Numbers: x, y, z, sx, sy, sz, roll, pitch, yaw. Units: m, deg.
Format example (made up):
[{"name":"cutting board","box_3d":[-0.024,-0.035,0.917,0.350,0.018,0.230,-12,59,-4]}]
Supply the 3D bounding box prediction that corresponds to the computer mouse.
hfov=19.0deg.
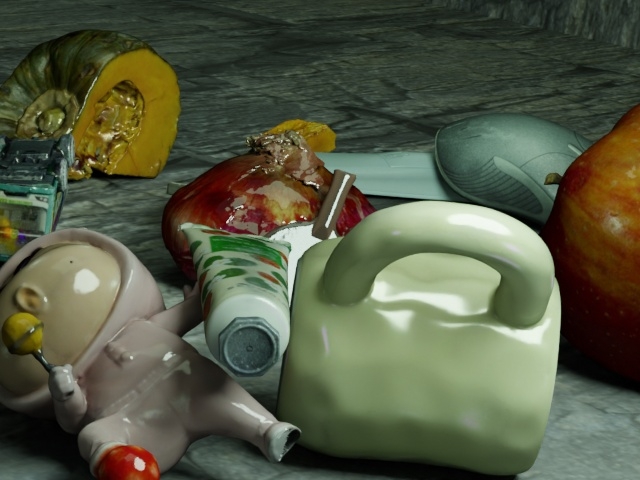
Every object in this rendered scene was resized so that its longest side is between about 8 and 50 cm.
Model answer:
[{"name":"computer mouse","box_3d":[0.309,-0.072,2.308,0.379,0.090,0.167,26,37,21]}]

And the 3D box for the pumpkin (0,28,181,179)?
[{"name":"pumpkin","box_3d":[-0.290,-0.116,2.244,0.139,0.190,0.280,18,61,32]}]

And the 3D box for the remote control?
[{"name":"remote control","box_3d":[0.079,-0.085,2.379,0.293,0.051,0.103,1,17,-20]}]

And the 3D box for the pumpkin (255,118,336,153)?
[{"name":"pumpkin","box_3d":[-0.032,-0.120,2.446,0.074,0.054,0.083,18,39,43]}]

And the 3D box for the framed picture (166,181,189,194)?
[{"name":"framed picture","box_3d":[-0.085,-0.045,2.112,0.150,0.015,0.203,8,0,3]}]

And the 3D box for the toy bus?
[{"name":"toy bus","box_3d":[-0.299,-0.050,1.942,0.091,0.109,0.262,5,13,-3]}]

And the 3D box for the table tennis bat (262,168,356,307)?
[{"name":"table tennis bat","box_3d":[0.000,0.000,1.743,0.107,0.170,0.119,22,-16,-3]}]

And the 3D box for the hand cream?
[{"name":"hand cream","box_3d":[-0.059,0.035,1.455,0.095,0.059,0.276,11,16,-8]}]

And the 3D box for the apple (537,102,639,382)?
[{"name":"apple","box_3d":[0.359,0.006,1.778,0.317,0.288,0.288,26,20,15]}]

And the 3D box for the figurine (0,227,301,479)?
[{"name":"figurine","box_3d":[-0.156,0.083,1.428,0.287,0.176,0.186,44,-7,40]}]

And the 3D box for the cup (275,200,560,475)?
[{"name":"cup","box_3d":[0.076,0.081,1.459,0.202,0.173,0.255,8,-14,-2]}]

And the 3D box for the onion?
[{"name":"onion","box_3d":[-0.036,-0.027,1.894,0.230,0.163,0.230,16,14,-4]}]
